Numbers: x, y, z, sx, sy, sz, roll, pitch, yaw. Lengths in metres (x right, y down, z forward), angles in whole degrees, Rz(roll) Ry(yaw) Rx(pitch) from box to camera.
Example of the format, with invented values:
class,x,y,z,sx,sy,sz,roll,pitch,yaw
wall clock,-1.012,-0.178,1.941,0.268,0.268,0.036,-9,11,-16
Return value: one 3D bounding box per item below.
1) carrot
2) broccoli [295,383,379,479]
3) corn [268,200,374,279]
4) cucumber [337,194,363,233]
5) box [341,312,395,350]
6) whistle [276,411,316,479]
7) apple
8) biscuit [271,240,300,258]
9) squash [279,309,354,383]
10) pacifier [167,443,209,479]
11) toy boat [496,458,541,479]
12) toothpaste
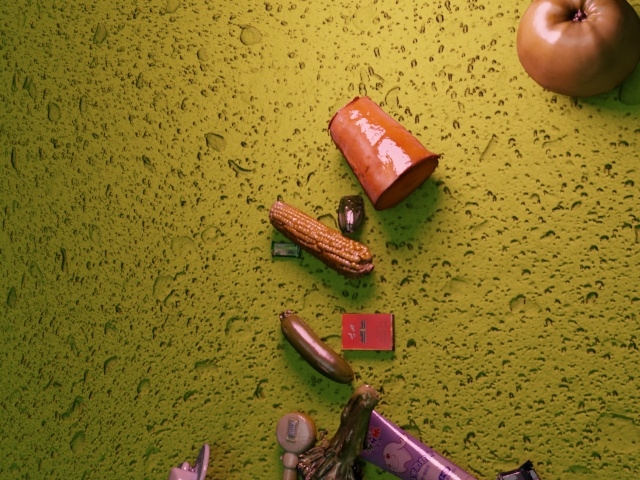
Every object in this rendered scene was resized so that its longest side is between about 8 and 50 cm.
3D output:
class,x,y,z,sx,sy,sz,roll,pitch,yaw
carrot,0.135,-0.221,1.898,0.196,0.196,0.254,-43,70,14
broccoli,0.056,0.467,1.856,0.165,0.145,0.304,33,109,25
corn,0.000,0.000,1.982,0.320,0.097,0.097,32,97,25
cucumber,0.069,-0.066,1.963,0.067,0.035,0.107,-13,46,19
box,0.116,0.223,1.946,0.133,0.023,0.090,-1,82,23
whistle,-0.070,0.523,1.973,0.104,0.057,0.198,9,87,25
apple,0.559,-0.438,1.717,0.263,0.262,0.262,-3,83,23
biscuit,-0.089,0.024,2.060,0.089,0.016,0.046,2,83,23
squash,-0.020,0.267,1.975,0.258,0.069,0.069,41,100,22
pacifier,-0.284,0.674,2.001,0.233,0.244,0.299,17,65,-6
toy boat,0.463,0.629,1.700,0.122,0.114,0.296,-28,73,11
toothpaste,0.219,0.516,1.851,0.371,0.080,0.125,25,98,32
